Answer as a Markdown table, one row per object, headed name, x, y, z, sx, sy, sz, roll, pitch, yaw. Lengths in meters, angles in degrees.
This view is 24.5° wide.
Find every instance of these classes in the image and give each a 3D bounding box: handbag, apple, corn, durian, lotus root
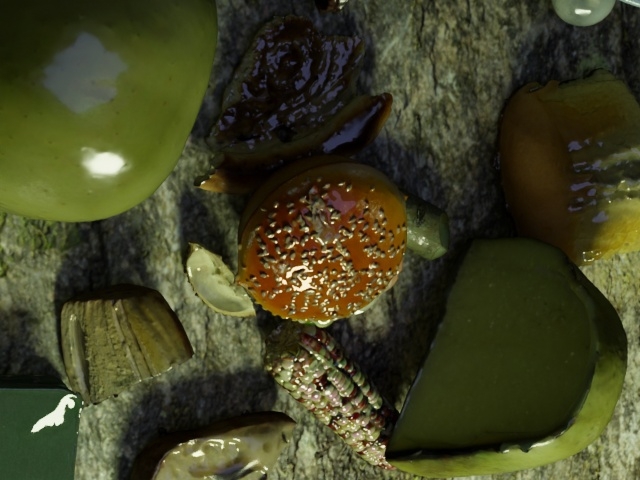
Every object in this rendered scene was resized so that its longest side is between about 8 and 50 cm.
| name | x | y | z | sx | sy | sz | roll | pitch | yaw |
| --- | --- | --- | --- | --- | --- | --- | --- | --- | --- |
| handbag | -0.413 | 0.275 | 1.703 | 0.260 | 0.079 | 0.248 | 3 | 103 | -27 |
| apple | -0.279 | -0.197 | 1.495 | 0.357 | 0.357 | 0.357 | -8 | 107 | -26 |
| corn | 0.026 | 0.199 | 1.911 | 0.092 | 0.092 | 0.280 | -49 | 125 | -8 |
| durian | -0.129 | 0.051 | 1.797 | 0.052 | 0.066 | 0.130 | -43 | 110 | -11 |
| lotus root | -0.227 | 0.115 | 1.755 | 0.159 | 0.095 | 0.135 | -12 | 103 | 18 |
| lotus root | -0.156 | 0.315 | 1.853 | 0.170 | 0.074 | 0.261 | 25 | 91 | -28 |

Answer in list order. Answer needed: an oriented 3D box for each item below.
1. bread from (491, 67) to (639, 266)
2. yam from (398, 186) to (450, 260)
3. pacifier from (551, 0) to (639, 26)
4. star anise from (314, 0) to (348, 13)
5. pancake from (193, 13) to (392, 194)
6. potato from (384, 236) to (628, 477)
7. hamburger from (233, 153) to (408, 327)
| name | x | y | z | sx | sy | sz | roll | pitch | yaw |
| --- | --- | --- | --- | --- | --- | --- | --- | --- | --- |
| bread | 0.340 | -0.089 | 1.951 | 0.204 | 0.162 | 0.262 | -14 | 96 | -12 |
| yam | 0.118 | -0.024 | 1.901 | 0.146 | 0.069 | 0.070 | 26 | 91 | -29 |
| pacifier | 0.351 | -0.366 | 1.866 | 0.244 | 0.299 | 0.233 | -2 | 143 | -17 |
| star anise | 0.036 | -0.375 | 1.732 | 0.190 | 0.126 | 0.220 | 25 | 94 | -27 |
| pancake | -0.022 | -0.143 | 1.802 | 0.212 | 0.056 | 0.257 | 27 | 91 | -31 |
| potato | 0.289 | 0.183 | 1.906 | 0.212 | 0.280 | 0.330 | 31 | 74 | -41 |
| hamburger | 0.003 | -0.003 | 1.777 | 0.236 | 0.147 | 0.237 | -19 | 138 | -18 |
